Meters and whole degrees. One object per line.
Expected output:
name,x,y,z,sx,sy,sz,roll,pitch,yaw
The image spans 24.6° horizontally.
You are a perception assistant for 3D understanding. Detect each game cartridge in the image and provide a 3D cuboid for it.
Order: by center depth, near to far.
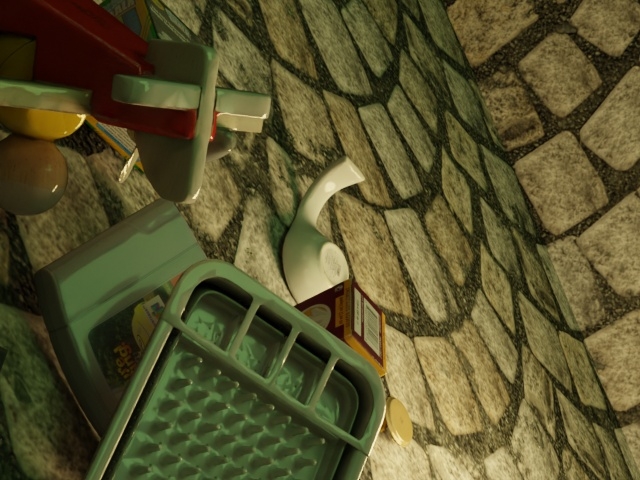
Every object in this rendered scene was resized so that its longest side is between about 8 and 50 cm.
game cartridge,-0.164,0.125,1.523,0.196,0.060,0.294,-34,99,-32

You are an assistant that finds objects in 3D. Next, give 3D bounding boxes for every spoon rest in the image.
spoon rest,0.000,0.000,2.159,0.137,0.084,0.276,48,40,-33

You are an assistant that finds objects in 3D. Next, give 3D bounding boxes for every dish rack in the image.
dish rack,-0.097,0.218,1.470,0.285,0.072,0.333,37,61,-26

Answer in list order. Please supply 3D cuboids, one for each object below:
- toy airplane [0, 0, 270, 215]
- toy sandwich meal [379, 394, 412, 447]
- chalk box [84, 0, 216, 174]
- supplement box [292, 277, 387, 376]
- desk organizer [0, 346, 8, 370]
toy airplane,-0.242,-0.133,1.460,0.386,0.272,0.384,23,19,-10
toy sandwich meal,0.106,0.265,2.148,0.085,0.029,0.086,46,32,-41
chalk box,-0.221,-0.212,1.764,0.132,0.132,0.213,44,16,-40
supplement box,-0.019,0.139,1.777,0.081,0.188,0.104,49,26,-32
desk organizer,-0.332,0.098,1.290,0.130,0.050,0.047,51,54,-68
